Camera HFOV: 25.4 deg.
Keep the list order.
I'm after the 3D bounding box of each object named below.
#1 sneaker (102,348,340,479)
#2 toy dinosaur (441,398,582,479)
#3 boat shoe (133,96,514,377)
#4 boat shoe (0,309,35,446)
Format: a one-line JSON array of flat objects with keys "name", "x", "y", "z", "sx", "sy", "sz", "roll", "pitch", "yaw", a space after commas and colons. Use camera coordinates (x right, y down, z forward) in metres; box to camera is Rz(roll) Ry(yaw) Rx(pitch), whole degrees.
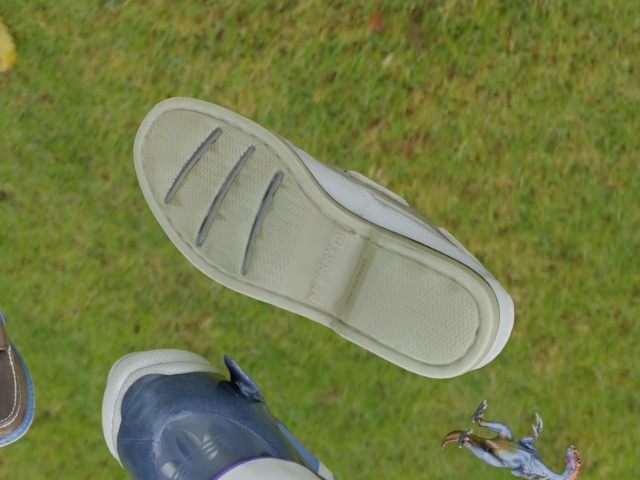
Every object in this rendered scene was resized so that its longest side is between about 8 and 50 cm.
[{"name": "sneaker", "x": -0.046, "y": 0.199, "z": 1.115, "sx": 0.130, "sy": 0.236, "sz": 0.323, "roll": -44, "pitch": 136, "yaw": -4}, {"name": "toy dinosaur", "x": 0.143, "y": 0.149, "z": 1.015, "sx": 0.082, "sy": 0.047, "sz": 0.090, "roll": 33, "pitch": 165, "yaw": -8}, {"name": "boat shoe", "x": 0.000, "y": 0.000, "z": 1.012, "sx": 0.302, "sy": 0.103, "sz": 0.113, "roll": 35, "pitch": 103, "yaw": 18}, {"name": "boat shoe", "x": -0.269, "y": 0.070, "z": 1.069, "sx": 0.066, "sy": 0.183, "sz": 0.066, "roll": -23, "pitch": 149, "yaw": -11}]
